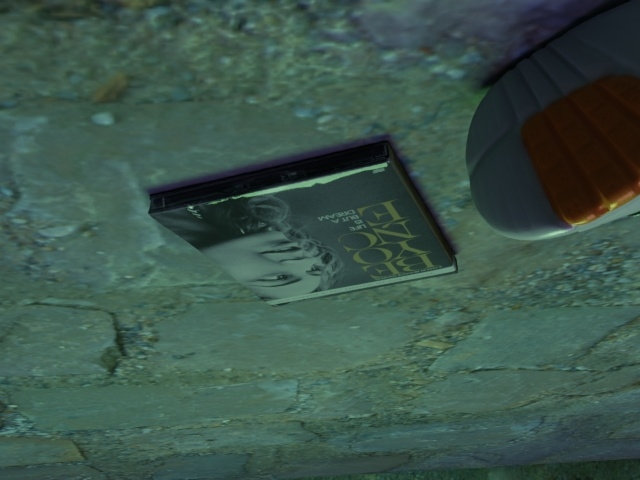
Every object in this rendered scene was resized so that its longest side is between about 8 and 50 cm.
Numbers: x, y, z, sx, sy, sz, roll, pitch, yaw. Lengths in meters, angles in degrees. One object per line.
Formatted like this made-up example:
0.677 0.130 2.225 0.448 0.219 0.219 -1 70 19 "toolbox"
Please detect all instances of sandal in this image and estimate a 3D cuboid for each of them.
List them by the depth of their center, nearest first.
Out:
0.180 -0.069 0.399 0.076 0.102 0.265 16 148 -36 "sandal"

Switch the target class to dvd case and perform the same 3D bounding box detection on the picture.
0.000 0.000 0.642 0.164 0.018 0.221 -12 157 16 "dvd case"
